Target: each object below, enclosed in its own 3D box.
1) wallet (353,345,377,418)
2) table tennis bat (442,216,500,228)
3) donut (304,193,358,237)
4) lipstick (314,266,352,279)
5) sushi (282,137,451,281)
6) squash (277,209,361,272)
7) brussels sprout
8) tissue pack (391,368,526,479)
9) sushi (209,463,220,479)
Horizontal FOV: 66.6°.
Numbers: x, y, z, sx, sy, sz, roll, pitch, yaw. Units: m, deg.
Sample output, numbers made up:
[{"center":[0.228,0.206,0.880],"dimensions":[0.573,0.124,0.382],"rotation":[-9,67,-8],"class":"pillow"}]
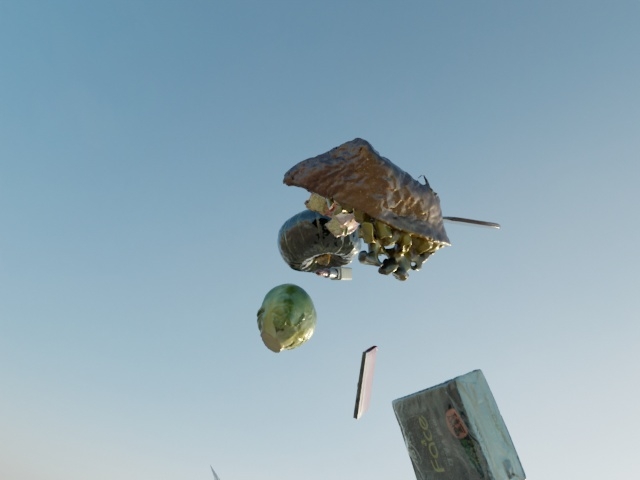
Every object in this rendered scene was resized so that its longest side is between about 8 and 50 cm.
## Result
[{"center":[0.157,0.483,1.676],"dimensions":[0.025,0.119,0.232],"rotation":[10,-85,26],"class":"wallet"},{"center":[0.323,-0.054,1.267],"dimensions":[0.302,0.022,0.173],"rotation":[8,2,-19],"class":"table tennis bat"},{"center":[0.046,-0.076,1.261],"dimensions":[0.166,0.117,0.065],"rotation":[47,-47,36],"class":"donut"},{"center":[0.023,0.062,0.913],"dimensions":[0.025,0.025,0.107],"rotation":[-4,-7,33],"class":"lipstick"},{"center":[0.098,-0.052,0.830],"dimensions":[0.296,0.179,0.167],"rotation":[28,5,-38],"class":"sushi"},{"center":[0.000,0.000,1.454],"dimensions":[0.253,0.165,0.252],"rotation":[-4,-19,-2],"class":"squash"},{"center":[-0.119,0.273,1.731],"dimensions":[0.244,0.244,0.244],"rotation":[14,-40,12],"class":"brussels sprout"},{"center":[0.293,0.437,1.092],"dimensions":[0.103,0.227,0.315],"rotation":[-8,-23,-22],"class":"tissue pack"},{"center":[-0.184,0.597,0.980],"dimensions":[0.215,0.051,0.192],"rotation":[41,-25,56],"class":"sushi"}]
